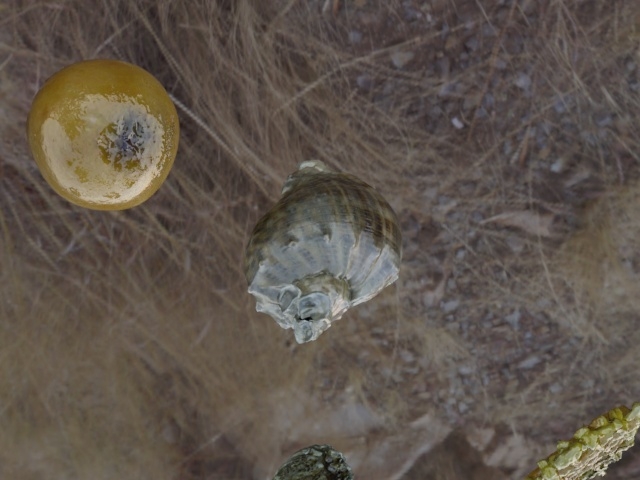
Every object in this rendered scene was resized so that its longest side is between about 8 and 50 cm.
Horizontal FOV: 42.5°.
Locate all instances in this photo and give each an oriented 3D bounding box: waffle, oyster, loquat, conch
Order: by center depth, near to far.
[{"bbox_3d":[-0.006,-0.002,1.135,0.210,0.291,0.159,-12,156,19],"label":"conch"},{"bbox_3d":[0.362,0.323,1.182,0.243,0.058,0.237,-18,148,-32],"label":"waffle"},{"bbox_3d":[-0.018,0.403,1.384,0.125,0.177,0.064,-39,110,-24],"label":"oyster"},{"bbox_3d":[-0.370,-0.181,1.420,0.263,0.263,0.263,-3,131,-3],"label":"loquat"}]
